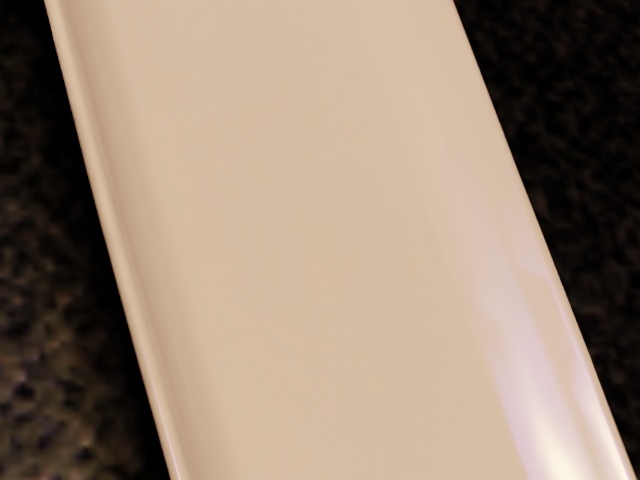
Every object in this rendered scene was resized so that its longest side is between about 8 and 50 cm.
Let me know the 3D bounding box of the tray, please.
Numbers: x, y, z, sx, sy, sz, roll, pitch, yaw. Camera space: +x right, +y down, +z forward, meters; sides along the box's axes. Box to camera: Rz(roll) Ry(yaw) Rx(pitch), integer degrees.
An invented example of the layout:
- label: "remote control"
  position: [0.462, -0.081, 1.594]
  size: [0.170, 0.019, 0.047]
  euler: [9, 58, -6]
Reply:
- label: "tray"
  position: [0.000, 0.000, 0.429]
  size: [0.145, 0.030, 0.270]
  euler: [-3, 64, -34]
